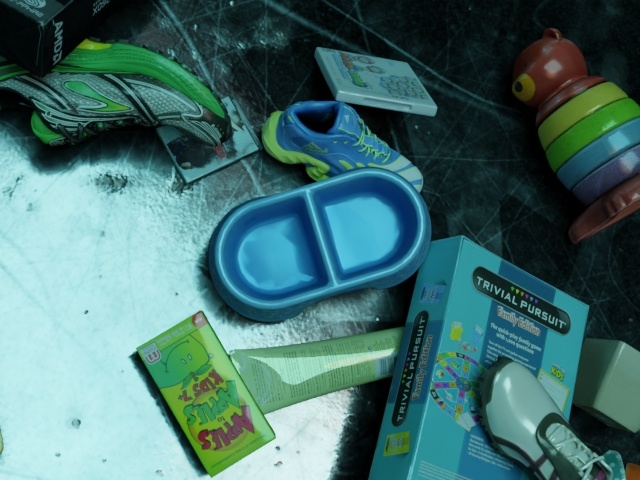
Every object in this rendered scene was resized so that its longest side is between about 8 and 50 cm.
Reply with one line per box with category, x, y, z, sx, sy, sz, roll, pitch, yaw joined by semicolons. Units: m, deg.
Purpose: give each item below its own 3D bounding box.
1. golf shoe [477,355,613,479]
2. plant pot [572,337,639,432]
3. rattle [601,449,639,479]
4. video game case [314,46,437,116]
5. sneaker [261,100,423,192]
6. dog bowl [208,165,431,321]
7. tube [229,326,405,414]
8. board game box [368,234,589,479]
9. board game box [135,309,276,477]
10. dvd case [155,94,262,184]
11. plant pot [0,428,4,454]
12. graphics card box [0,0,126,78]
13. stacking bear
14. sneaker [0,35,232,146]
golf shoe;0.293;0.257;1.142;0.105;0.120;0.273;-37;102;-32
plant pot;0.416;0.207;1.307;0.109;0.109;0.096;33;80;-8
rattle;0.398;0.369;1.240;0.130;0.143;0.200;42;72;16
video game case;0.074;-0.222;1.297;0.143;0.019;0.157;6;31;-17
sneaker;0.042;-0.118;1.253;0.240;0.126;0.091;17;72;-13
dog bowl;0.000;0.000;1.187;0.297;0.074;0.166;-17;84;-3
tube;0.005;0.162;1.208;0.240;0.062;0.070;-11;45;-17
board game box;0.214;0.199;1.216;0.254;0.079;0.336;27;68;-29
board game box;-0.139;0.186;1.145;0.092;0.043;0.181;-31;87;-7
dvd case;-0.149;-0.137;1.256;0.119;0.013;0.087;-27;86;-23
plant pot;-0.460;0.151;0.982;0.212;0.187;0.212;-10;80;-21
graphics card box;-0.324;-0.379;1.139;0.233;0.094;0.371;29;51;3
stacking bear;0.385;-0.171;1.371;0.164;0.175;0.289;-26;78;-20
sneaker;-0.280;-0.173;1.174;0.344;0.134;0.146;14;78;-5
